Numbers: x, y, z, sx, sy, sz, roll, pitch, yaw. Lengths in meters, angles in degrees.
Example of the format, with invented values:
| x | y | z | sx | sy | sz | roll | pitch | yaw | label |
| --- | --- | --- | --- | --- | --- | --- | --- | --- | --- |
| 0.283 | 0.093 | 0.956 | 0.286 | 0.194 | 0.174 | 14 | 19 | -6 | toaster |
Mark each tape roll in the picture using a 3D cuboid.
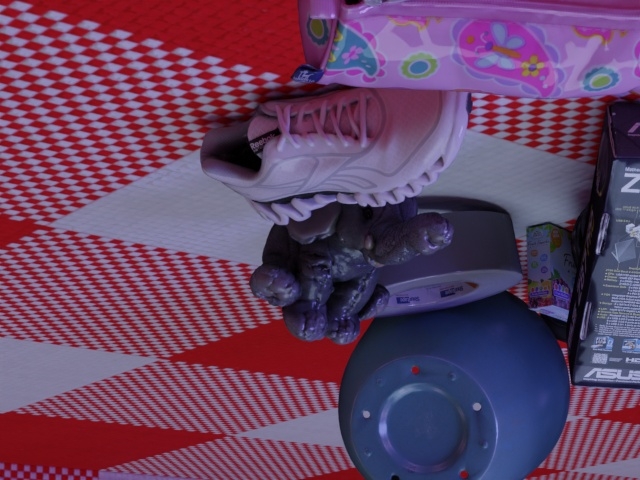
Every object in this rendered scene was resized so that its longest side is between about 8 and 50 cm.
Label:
| x | y | z | sx | sy | sz | roll | pitch | yaw | label |
| --- | --- | --- | --- | --- | --- | --- | --- | --- | --- |
| 0.122 | 0.030 | 1.833 | 0.219 | 0.072 | 0.219 | -9 | 167 | -2 | tape roll |

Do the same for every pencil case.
| x | y | z | sx | sy | sz | roll | pitch | yaw | label |
| --- | --- | --- | --- | --- | --- | --- | --- | --- | --- |
| 0.121 | -0.167 | 1.154 | 0.284 | 0.124 | 0.124 | 2 | 162 | -11 | pencil case |

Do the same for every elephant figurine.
| x | y | z | sx | sy | sz | roll | pitch | yaw | label |
| --- | --- | --- | --- | --- | --- | --- | --- | --- | --- |
| 0.044 | -0.018 | 1.607 | 0.169 | 0.186 | 0.239 | -34 | 164 | -50 | elephant figurine |

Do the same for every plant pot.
| x | y | z | sx | sy | sz | roll | pitch | yaw | label |
| --- | --- | --- | --- | --- | --- | --- | --- | --- | --- |
| 0.152 | 0.209 | 1.979 | 0.293 | 0.293 | 0.235 | -8 | -175 | 18 | plant pot |

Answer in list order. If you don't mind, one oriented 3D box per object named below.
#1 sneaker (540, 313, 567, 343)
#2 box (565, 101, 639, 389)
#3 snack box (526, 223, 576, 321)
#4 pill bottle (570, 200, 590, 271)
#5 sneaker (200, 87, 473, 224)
| x | y | z | sx | sy | sz | roll | pitch | yaw | label |
| --- | --- | --- | --- | --- | --- | --- | --- | --- | --- |
| 0.409 | 0.063 | 2.026 | 0.267 | 0.101 | 0.106 | -13 | 146 | 15 | sneaker |
| 0.458 | 0.023 | 1.559 | 0.394 | 0.097 | 0.318 | 3 | 134 | 3 | box |
| 0.299 | 0.045 | 1.899 | 0.037 | 0.100 | 0.141 | -12 | 161 | 36 | snack box |
| 0.346 | 0.015 | 1.771 | 0.122 | 0.123 | 0.219 | -5 | 162 | 11 | pill bottle |
| 0.009 | -0.090 | 1.440 | 0.292 | 0.110 | 0.118 | -18 | 148 | 40 | sneaker |
